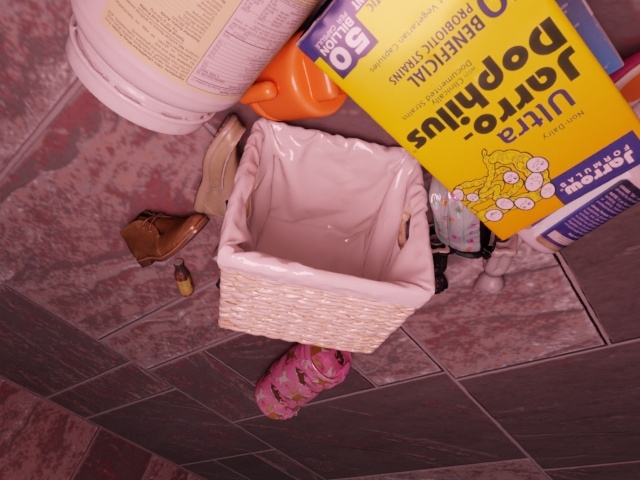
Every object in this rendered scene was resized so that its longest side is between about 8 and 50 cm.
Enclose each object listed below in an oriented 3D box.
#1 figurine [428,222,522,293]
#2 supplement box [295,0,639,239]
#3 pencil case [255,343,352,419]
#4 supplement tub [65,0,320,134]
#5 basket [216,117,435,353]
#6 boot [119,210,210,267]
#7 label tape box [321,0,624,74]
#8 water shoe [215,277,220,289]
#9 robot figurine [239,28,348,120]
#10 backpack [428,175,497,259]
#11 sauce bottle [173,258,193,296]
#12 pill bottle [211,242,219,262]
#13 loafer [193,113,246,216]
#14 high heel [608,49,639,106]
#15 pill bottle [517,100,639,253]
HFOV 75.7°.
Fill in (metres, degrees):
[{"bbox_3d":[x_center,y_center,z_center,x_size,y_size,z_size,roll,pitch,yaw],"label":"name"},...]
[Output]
[{"bbox_3d":[0.331,0.058,0.937,0.215,0.092,0.209,0,140,11],"label":"figurine"},{"bbox_3d":[0.181,-0.205,0.493,0.357,0.195,0.194,37,128,-20],"label":"supplement box"},{"bbox_3d":[-0.063,0.430,1.298,0.167,0.159,0.386,23,132,-20],"label":"pencil case"},{"bbox_3d":[-0.140,-0.307,0.489,0.235,0.235,0.325,38,126,-22],"label":"supplement tub"},{"bbox_3d":[0.000,0.000,0.765,0.332,0.327,0.266,11,142,-7],"label":"basket"},{"bbox_3d":[-0.381,-0.020,0.976,0.306,0.112,0.115,-17,115,39],"label":"boot"},{"bbox_3d":[0.214,-0.309,0.601,0.348,0.115,0.249,40,127,-20],"label":"label tape box"},{"bbox_3d":[-0.227,0.174,1.173,0.080,0.073,0.203,10,133,33],"label":"water shoe"},{"bbox_3d":[-0.039,-0.255,0.651,0.220,0.157,0.128,13,165,47],"label":"robot figurine"},{"bbox_3d":[0.267,-0.063,0.767,0.115,0.151,0.182,-5,147,21],"label":"backpack"},{"bbox_3d":[-0.383,0.104,1.145,0.042,0.042,0.128,8,134,4],"label":"sauce bottle"},{"bbox_3d":[-0.128,0.080,1.000,0.264,0.146,0.146,38,128,-22],"label":"pill bottle"},{"bbox_3d":[-0.191,-0.143,0.849,0.092,0.101,0.268,22,142,-11],"label":"loafer"},{"bbox_3d":[0.405,-0.229,0.642,0.082,0.117,0.244,11,136,-32],"label":"high heel"},{"bbox_3d":[0.459,-0.106,0.704,0.153,0.153,0.264,30,131,-16],"label":"pill bottle"}]
